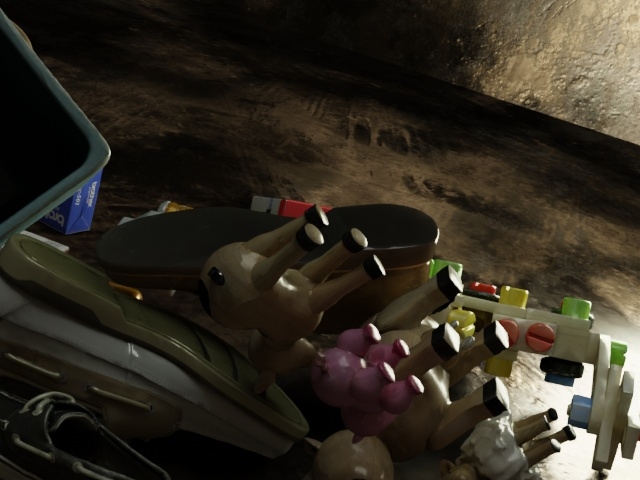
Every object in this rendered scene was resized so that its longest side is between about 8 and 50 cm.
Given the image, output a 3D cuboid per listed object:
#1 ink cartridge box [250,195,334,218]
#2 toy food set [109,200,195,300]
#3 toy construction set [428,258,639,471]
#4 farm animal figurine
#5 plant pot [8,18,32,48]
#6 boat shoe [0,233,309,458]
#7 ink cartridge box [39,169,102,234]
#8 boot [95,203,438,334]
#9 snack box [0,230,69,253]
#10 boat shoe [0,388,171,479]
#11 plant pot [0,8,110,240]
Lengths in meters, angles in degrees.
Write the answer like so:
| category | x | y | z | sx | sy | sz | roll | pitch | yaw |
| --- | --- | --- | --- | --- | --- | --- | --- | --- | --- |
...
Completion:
| category | x | y | z | sx | sy | sz | roll | pitch | yaw |
| --- | --- | --- | --- | --- | --- | --- | --- | --- | --- |
| ink cartridge box | 0.000 | 0.000 | 1.385 | 0.134 | 0.078 | 0.231 | 11 | 1 | -16 |
| toy food set | -0.202 | 0.032 | 1.166 | 0.104 | 0.111 | 0.232 | 17 | 30 | 3 |
| toy construction set | 0.196 | 0.106 | 1.233 | 0.327 | 0.151 | 0.215 | 26 | 0 | 9 |
| farm animal figurine | 0.042 | 0.127 | 0.970 | 0.330 | 0.172 | 0.327 | 56 | 22 | 1 |
| plant pot | -0.510 | -0.223 | 1.601 | 0.237 | 0.110 | 0.237 | 12 | 38 | -10 |
| boat shoe | -0.153 | 0.112 | 1.003 | 0.302 | 0.103 | 0.113 | 33 | 6 | -17 |
| ink cartridge box | -0.354 | -0.093 | 1.425 | 0.207 | 0.097 | 0.046 | 26 | 21 | 25 |
| boot | -0.048 | 0.037 | 1.078 | 0.305 | 0.115 | 0.112 | 1 | 33 | -11 |
| snack box | -0.365 | -0.006 | 1.287 | 0.178 | 0.022 | 0.064 | 20 | 20 | 10 |
| boat shoe | -0.196 | 0.152 | 0.903 | 0.219 | 0.070 | 0.078 | 26 | 21 | 27 |
| plant pot | -0.364 | -0.077 | 1.070 | 0.247 | 0.248 | 0.252 | 52 | -15 | -3 |
